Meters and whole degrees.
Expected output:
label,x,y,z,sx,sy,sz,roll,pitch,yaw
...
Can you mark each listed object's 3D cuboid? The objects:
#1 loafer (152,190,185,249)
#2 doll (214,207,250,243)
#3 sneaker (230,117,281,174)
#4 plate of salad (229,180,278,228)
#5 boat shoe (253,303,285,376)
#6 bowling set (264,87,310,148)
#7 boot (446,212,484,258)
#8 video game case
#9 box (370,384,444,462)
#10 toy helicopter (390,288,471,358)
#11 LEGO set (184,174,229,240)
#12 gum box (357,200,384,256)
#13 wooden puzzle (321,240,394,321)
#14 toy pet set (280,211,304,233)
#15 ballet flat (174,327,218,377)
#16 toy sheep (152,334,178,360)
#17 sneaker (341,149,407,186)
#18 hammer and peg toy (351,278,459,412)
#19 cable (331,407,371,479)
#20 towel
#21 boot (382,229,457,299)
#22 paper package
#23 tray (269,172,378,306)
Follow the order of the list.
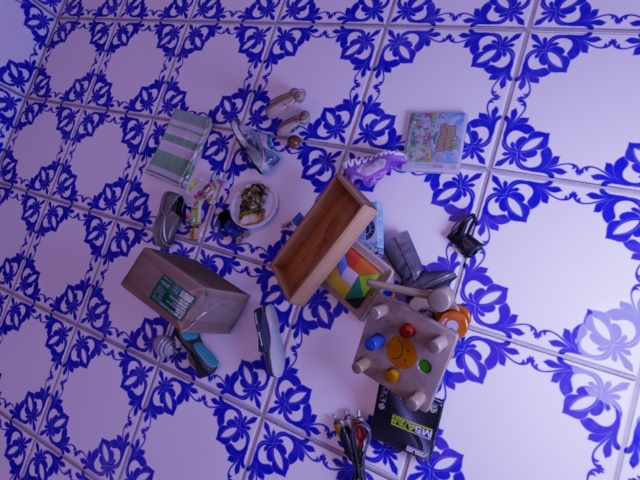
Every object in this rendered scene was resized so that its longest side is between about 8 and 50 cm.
label,x,y,z,sx,sy,sz,roll,pitch,yaw
loafer,-0.619,-0.087,1.795,0.088,0.094,0.250,-2,77,27
doll,-0.360,-0.067,1.705,0.129,0.046,0.189,-38,62,-13
sneaker,-0.253,-0.386,1.725,0.122,0.110,0.283,-32,69,-6
plate of salad,-0.260,-0.142,1.671,0.200,0.048,0.199,-6,68,15
boat shoe,-0.185,0.349,1.509,0.079,0.095,0.254,-19,70,16
bowling set,-0.092,-0.466,1.648,0.154,0.199,0.287,-26,27,11
boot,0.463,-0.012,1.351,0.121,0.045,0.099,-48,62,14
video game case,0.384,-0.330,1.471,0.194,0.023,0.212,8,80,24
box,0.252,0.527,1.286,0.191,0.045,0.184,14,99,24
toy helicopter,0.280,0.307,1.310,0.235,0.140,0.354,27,102,19
LEGO set,-0.494,-0.147,1.750,0.132,0.107,0.286,29,90,26
gum box,0.136,-0.028,1.470,0.157,0.041,0.184,-9,74,38
wooden puzzle,0.100,0.115,1.432,0.239,0.044,0.220,43,120,27
toy pet set,-0.088,-0.037,1.577,0.114,0.065,0.122,-47,65,7
ballet flat,-0.488,0.393,1.631,0.096,0.095,0.280,-47,64,19
toy sheep,-0.592,0.408,1.674,0.132,0.091,0.091,13,83,24
sneaker,0.188,-0.240,1.499,0.237,0.095,0.104,-10,79,28
hammer and peg toy,0.236,0.256,1.202,0.266,0.127,0.360,25,111,32
cable,0.122,0.661,1.331,0.140,0.072,0.286,-23,78,31
towel,-0.618,-0.408,1.904,0.248,0.038,0.324,21,87,26
boot,0.309,0.063,1.390,0.190,0.076,0.208,-23,63,16
paper package,-0.470,0.182,1.550,0.325,0.309,0.168,29,90,25
tray,0.000,0.000,1.444,0.410,0.076,0.202,-52,42,17
